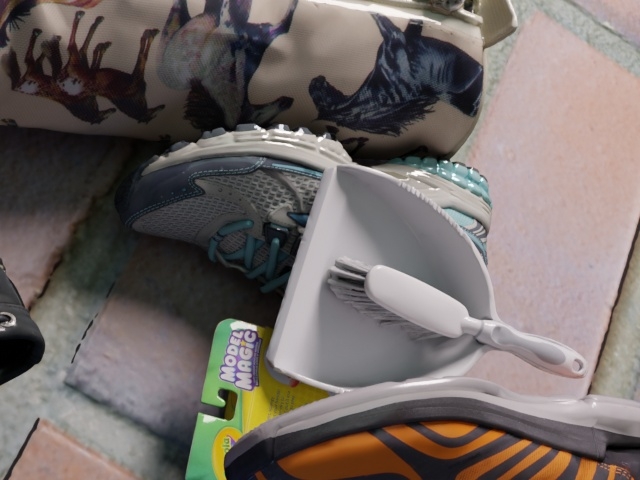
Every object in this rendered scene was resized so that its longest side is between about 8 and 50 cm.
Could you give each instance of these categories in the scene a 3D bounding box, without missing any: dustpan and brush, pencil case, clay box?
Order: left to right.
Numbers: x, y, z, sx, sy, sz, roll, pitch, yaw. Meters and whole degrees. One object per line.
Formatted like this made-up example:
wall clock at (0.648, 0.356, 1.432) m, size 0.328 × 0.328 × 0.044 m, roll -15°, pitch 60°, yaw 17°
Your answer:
pencil case at (-0.083, -0.149, 1.071) m, size 0.410 × 0.183 × 0.160 m, roll 6°, pitch 54°, yaw -26°
clay box at (0.015, 0.145, 1.048) m, size 0.222 × 0.053 × 0.127 m, roll 22°, pitch 56°, yaw -17°
dustpan and brush at (0.083, 0.051, 1.052) m, size 0.211 × 0.060 × 0.147 m, roll 25°, pitch 75°, yaw -29°

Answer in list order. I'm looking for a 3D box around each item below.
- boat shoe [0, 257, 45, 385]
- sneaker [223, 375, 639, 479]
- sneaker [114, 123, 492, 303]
boat shoe at (-0.287, 0.103, 0.859) m, size 0.113 × 0.127 × 0.340 m, roll 44°, pitch 42°, yaw 14°
sneaker at (0.099, 0.185, 0.962) m, size 0.321 × 0.124 × 0.180 m, roll 4°, pitch 63°, yaw -30°
sneaker at (0.000, 0.000, 1.086) m, size 0.283 × 0.110 × 0.122 m, roll 5°, pitch 67°, yaw -25°
